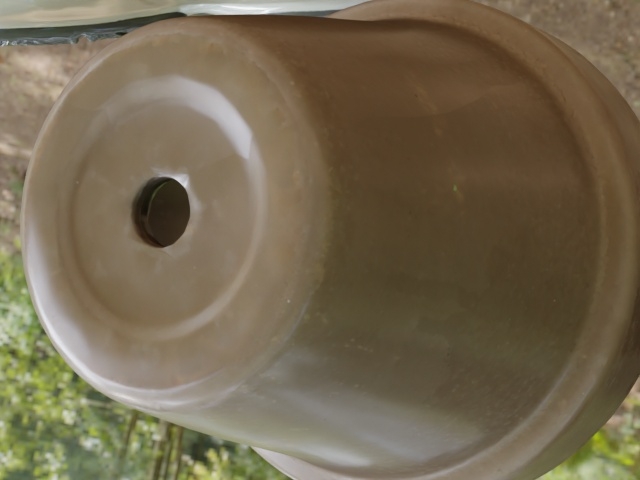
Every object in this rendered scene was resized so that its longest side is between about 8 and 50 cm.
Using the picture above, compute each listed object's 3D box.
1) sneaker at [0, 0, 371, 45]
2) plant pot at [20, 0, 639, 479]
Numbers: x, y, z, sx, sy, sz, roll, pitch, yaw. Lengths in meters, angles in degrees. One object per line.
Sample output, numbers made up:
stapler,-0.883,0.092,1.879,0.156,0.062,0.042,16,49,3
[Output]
sneaker,-0.126,-0.290,0.855,0.447,0.257,0.169,-4,-159,3
plant pot,0.000,0.000,0.522,0.263,0.263,0.229,4,178,30
